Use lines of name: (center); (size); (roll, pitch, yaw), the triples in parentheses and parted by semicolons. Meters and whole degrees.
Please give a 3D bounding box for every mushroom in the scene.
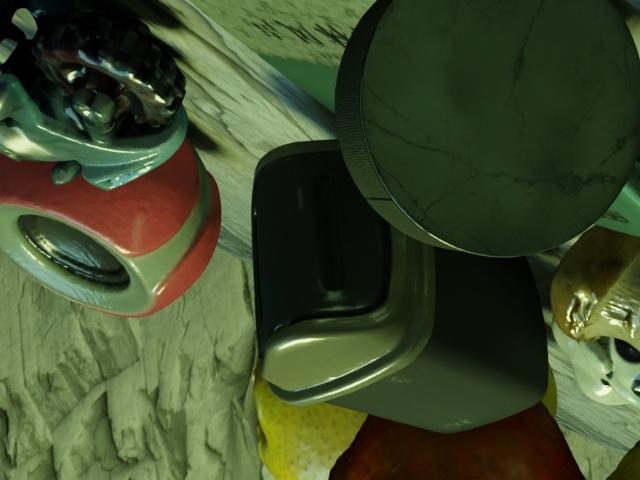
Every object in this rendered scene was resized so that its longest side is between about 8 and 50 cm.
mushroom: (0.314, 0.101, 0.747); (0.350, 0.128, 0.128); (33, 175, 19)

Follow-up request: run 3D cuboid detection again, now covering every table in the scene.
table: (0.075, -0.060, 0.498); (0.133, 0.133, 0.043); (30, 174, -16)

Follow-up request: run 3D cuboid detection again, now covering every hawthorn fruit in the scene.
hawthorn fruit: (0.159, 0.300, 1.134); (0.287, 0.287, 0.330); (36, -165, -50)

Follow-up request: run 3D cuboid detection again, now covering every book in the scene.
book: (0.032, -0.114, 0.679); (0.379, 0.031, 0.264); (34, 172, -38)

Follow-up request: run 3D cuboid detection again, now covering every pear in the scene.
pear: (0.118, 0.219, 1.384); (0.386, 0.340, 0.191); (-7, -168, -12)

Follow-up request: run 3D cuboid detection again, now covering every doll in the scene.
doll: (0.261, 0.083, 0.916); (0.110, 0.107, 0.181); (64, 175, -2)

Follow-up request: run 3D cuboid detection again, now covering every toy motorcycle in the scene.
toy motorcycle: (-0.285, -0.154, 1.014); (0.416, 0.172, 0.232); (16, 163, 21)

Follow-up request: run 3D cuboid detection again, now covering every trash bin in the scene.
trash bin: (0.060, 0.048, 0.964); (0.182, 0.209, 0.290); (-28, 144, 32)

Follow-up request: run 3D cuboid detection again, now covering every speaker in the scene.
speaker: (-0.267, -0.045, 1.352); (0.294, 0.294, 0.294); (27, 173, 4)

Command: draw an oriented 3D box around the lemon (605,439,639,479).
lemon: (0.490, 0.403, 1.381); (0.387, 0.350, 0.350); (62, 173, 2)
